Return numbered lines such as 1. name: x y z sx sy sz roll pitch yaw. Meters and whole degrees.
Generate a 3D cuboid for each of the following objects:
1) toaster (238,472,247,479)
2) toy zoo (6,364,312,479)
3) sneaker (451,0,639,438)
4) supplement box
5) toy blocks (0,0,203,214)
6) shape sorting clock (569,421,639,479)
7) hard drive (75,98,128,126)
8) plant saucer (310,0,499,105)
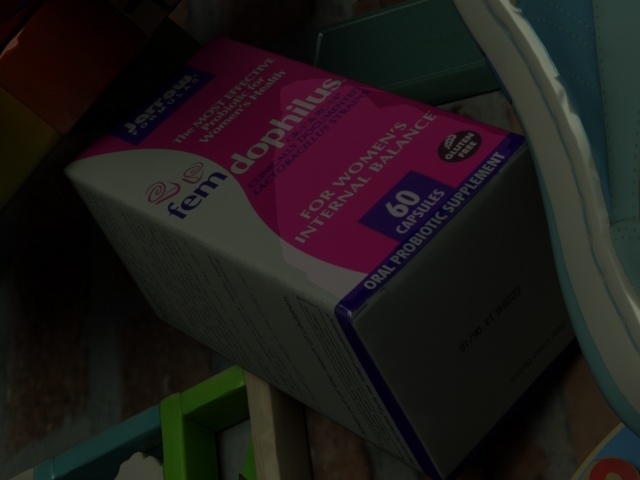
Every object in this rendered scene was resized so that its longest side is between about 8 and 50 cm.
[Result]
1. toaster: -0.026 0.200 0.596 0.186 0.110 0.168 31 86 27
2. toy zoo: -0.124 0.195 0.775 0.293 0.030 0.192 -29 49 25
3. sneaker: 0.152 -0.102 0.535 0.208 0.127 0.319 -45 56 49
4. supplement box: 0.000 0.000 0.713 0.111 0.114 0.220 -45 39 -19
5. toy blocks: -0.177 -0.075 0.797 0.381 0.191 0.261 -46 10 26
6. shape sorting clock: 0.168 0.123 0.542 0.206 0.040 0.206 -21 43 21
7. hard drive: -0.148 -0.137 1.006 0.094 0.022 0.135 -10 58 37
8. plant saucer: 0.069 -0.104 0.804 0.192 0.018 0.067 -12 57 37
